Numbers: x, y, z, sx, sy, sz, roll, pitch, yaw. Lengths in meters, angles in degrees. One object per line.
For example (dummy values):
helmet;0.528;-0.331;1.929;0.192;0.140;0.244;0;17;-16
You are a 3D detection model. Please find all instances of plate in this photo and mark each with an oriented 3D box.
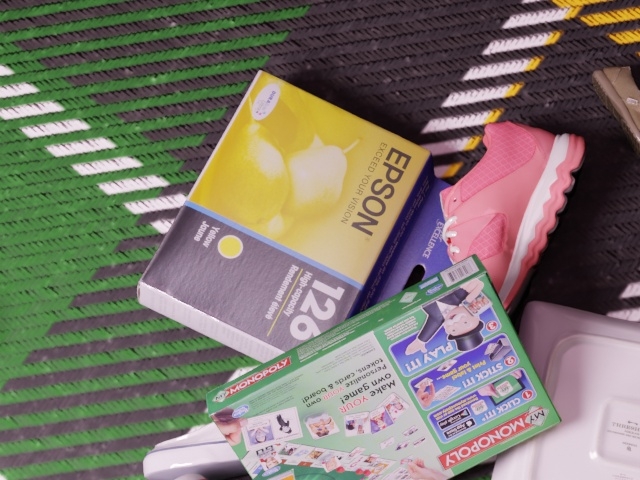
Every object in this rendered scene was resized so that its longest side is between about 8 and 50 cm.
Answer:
plate;0.336;0.216;1.585;0.277;0.045;0.278;11;75;8

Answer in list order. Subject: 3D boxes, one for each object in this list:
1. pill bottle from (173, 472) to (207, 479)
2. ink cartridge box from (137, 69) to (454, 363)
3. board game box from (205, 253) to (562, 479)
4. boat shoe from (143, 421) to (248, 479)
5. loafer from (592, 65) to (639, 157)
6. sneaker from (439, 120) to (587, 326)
pill bottle;-0.085;0.391;1.506;0.283;0.161;0.161;42;81;15
ink cartridge box;0.000;0.000;1.622;0.307;0.072;0.303;24;65;6
board game box;0.069;0.176;1.524;0.317;0.213;0.046;-27;29;4
boat shoe;-0.072;0.207;1.607;0.258;0.095;0.084;-10;68;-9
loafer;0.370;-0.147;1.687;0.050;0.056;0.148;-31;73;2
sneaker;0.183;0.004;1.629;0.136;0.116;0.314;24;73;12
